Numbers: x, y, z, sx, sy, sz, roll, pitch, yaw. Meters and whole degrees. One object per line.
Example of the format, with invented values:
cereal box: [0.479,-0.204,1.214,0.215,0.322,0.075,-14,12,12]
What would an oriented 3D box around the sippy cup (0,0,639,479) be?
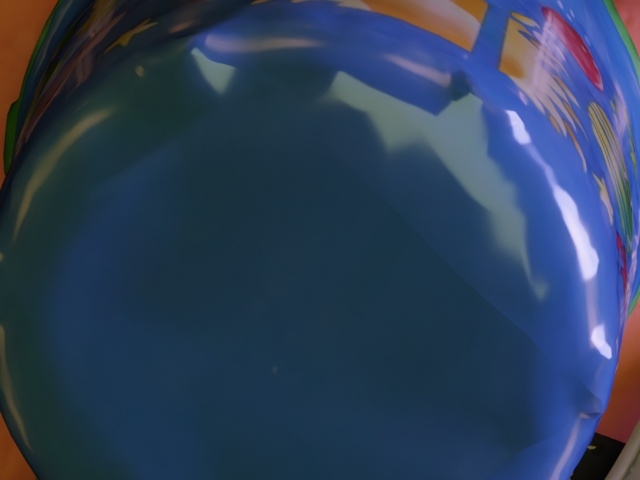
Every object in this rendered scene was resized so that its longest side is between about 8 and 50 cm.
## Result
sippy cup: [0.000,0.000,0.582,0.240,0.224,0.306,2,103,3]

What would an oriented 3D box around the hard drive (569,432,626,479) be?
hard drive: [0.145,0.139,0.739,0.135,0.022,0.094,21,86,-9]

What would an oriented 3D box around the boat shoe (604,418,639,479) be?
boat shoe: [0.155,0.104,0.702,0.233,0.084,0.079,-47,135,-14]
